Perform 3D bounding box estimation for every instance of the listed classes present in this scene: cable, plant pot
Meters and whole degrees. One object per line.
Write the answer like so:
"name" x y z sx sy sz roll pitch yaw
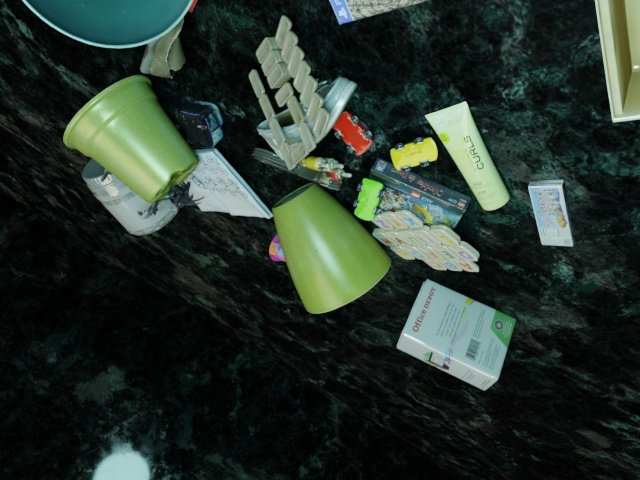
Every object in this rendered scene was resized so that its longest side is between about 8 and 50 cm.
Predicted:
"cable" -0.046 -0.199 1.259 0.287 0.072 0.140 26 -175 37
"plant pot" -0.360 -0.482 0.797 0.290 0.290 0.195 56 175 -36
"plant pot" 0.000 0.000 1.326 0.275 0.275 0.293 -15 112 51
"plant pot" -0.473 -0.245 1.288 0.254 0.276 0.276 49 147 -9

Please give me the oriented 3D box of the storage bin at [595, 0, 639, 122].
"storage bin" 0.482 -0.295 0.561 0.263 0.123 0.260 2 140 40

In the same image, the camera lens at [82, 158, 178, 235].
"camera lens" -0.621 -0.170 1.628 0.220 0.219 0.274 7 142 35

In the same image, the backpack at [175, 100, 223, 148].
"backpack" -0.308 -0.306 1.282 0.105 0.084 0.114 16 142 26

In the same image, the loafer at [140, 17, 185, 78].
"loafer" -0.349 -0.452 1.119 0.088 0.094 0.251 17 167 -26

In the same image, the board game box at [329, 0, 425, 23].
"board game box" 0.124 -0.452 0.627 0.291 0.141 0.232 3 140 38

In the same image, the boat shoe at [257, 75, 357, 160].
"boat shoe" -0.038 -0.273 1.067 0.103 0.118 0.320 37 156 -19

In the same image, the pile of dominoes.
"pile of dominoes" -0.055 -0.296 0.991 0.196 0.040 0.251 -28 84 55

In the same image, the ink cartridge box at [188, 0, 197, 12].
"ink cartridge box" -0.315 -0.590 0.889 0.261 0.066 0.296 41 148 -15

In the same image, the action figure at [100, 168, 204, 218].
"action figure" -0.496 -0.153 1.456 0.276 0.164 0.141 29 120 -13

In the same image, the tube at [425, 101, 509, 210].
"tube" 0.303 -0.166 0.979 0.070 0.062 0.240 -32 115 12

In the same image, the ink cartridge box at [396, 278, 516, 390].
"ink cartridge box" 0.387 0.268 1.399 0.278 0.201 0.117 24 149 12

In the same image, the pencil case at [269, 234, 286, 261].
"pencil case" -0.049 0.046 1.565 0.237 0.104 0.104 16 147 26

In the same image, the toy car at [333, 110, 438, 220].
"toy car" 0.126 -0.154 1.082 0.239 0.053 0.224 21 118 16

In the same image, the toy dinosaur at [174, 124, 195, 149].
"toy dinosaur" -0.426 -0.293 1.439 0.183 0.053 0.092 30 151 1

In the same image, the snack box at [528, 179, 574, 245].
"snack box" 0.484 -0.054 1.015 0.064 0.022 0.178 5 141 39

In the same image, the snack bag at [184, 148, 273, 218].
"snack bag" -0.357 -0.176 1.525 0.343 0.037 0.323 8 152 35

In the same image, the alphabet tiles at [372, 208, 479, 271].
"alphabet tiles" 0.258 0.009 1.236 0.278 0.021 0.284 35 163 -24

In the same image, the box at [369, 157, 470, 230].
"box" 0.222 -0.090 1.172 0.233 0.044 0.159 26 150 9
